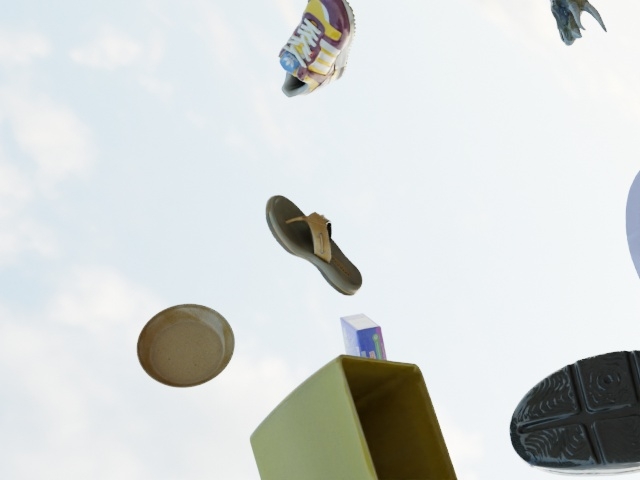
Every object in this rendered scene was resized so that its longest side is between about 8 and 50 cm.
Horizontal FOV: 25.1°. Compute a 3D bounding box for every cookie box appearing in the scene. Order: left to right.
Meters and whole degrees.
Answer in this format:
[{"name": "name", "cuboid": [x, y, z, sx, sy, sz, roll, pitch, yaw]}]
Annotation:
[{"name": "cookie box", "cuboid": [0.066, 0.162, 2.119, 0.107, 0.040, 0.092, -146, 45, -75]}]

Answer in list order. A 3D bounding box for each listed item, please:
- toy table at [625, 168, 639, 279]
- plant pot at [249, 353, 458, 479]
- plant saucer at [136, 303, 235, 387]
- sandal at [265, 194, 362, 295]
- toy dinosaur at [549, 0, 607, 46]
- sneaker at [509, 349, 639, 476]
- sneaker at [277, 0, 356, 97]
[{"name": "toy table", "cuboid": [0.510, -0.026, 1.848, 0.252, 0.274, 0.161, 18, -138, 31]}, {"name": "plant pot", "cuboid": [0.034, 0.285, 1.862, 0.212, 0.187, 0.212, 14, -126, -56]}, {"name": "plant saucer", "cuboid": [-0.113, 0.092, 1.214, 0.015, 0.083, 0.083, 87, 157, -54]}, {"name": "sandal", "cuboid": [0.000, 0.000, 1.770, 0.180, 0.049, 0.072, 42, -146, -28]}, {"name": "toy dinosaur", "cuboid": [0.259, -0.402, 1.858, 0.313, 0.121, 0.160, 53, 157, -16]}, {"name": "sneaker", "cuboid": [0.477, 0.257, 1.829, 0.257, 0.447, 0.169, 66, -166, -48]}, {"name": "sneaker", "cuboid": [-0.009, -0.246, 1.806, 0.084, 0.185, 0.069, -32, -116, -21]}]
